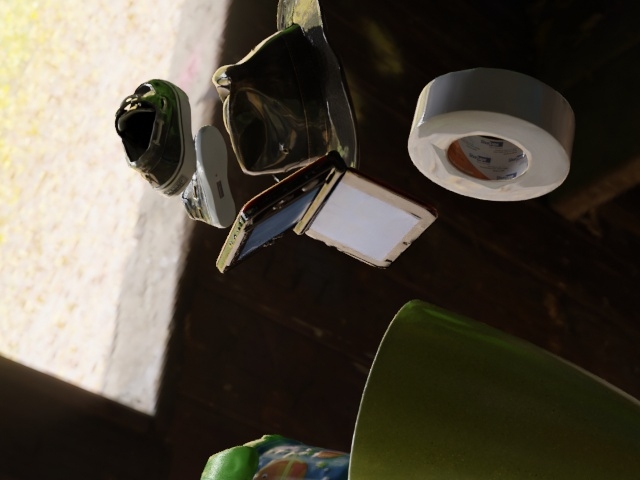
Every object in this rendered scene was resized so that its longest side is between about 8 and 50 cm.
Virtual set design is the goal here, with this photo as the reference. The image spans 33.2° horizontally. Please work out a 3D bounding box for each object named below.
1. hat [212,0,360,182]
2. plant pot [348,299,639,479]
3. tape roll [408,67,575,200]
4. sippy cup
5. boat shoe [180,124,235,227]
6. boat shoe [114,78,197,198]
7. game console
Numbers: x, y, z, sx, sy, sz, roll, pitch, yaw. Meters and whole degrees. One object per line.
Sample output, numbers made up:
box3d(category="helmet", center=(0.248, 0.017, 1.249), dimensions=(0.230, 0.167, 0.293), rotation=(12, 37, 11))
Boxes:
box3d(category="hat", center=(-0.060, -0.170, 1.309), dimensions=(0.331, 0.134, 0.331), rotation=(170, 90, -79))
box3d(category="plant pot", center=(0.215, 0.228, 1.159), dimensions=(0.293, 0.275, 0.275), rotation=(11, 71, 21))
box3d(category="tape roll", center=(0.233, -0.140, 1.463), dimensions=(0.219, 0.219, 0.072), rotation=(-22, 45, 49))
box3d(category="sippy cup", center=(0.002, 0.372, 1.410), dimensions=(0.224, 0.305, 0.240), rotation=(-14, 81, 46))
box3d(category="boat shoe", center=(-0.202, -0.109, 1.814), dimensions=(0.083, 0.183, 0.065), rotation=(11, 31, 34))
box3d(category="boat shoe", center=(-0.191, -0.133, 1.208), dimensions=(0.078, 0.070, 0.219), rotation=(-45, 35, 14))
box3d(category="game console", center=(0.000, 0.000, 0.815), dimensions=(0.124, 0.085, 0.144), rotation=(-33, -8, -22))
